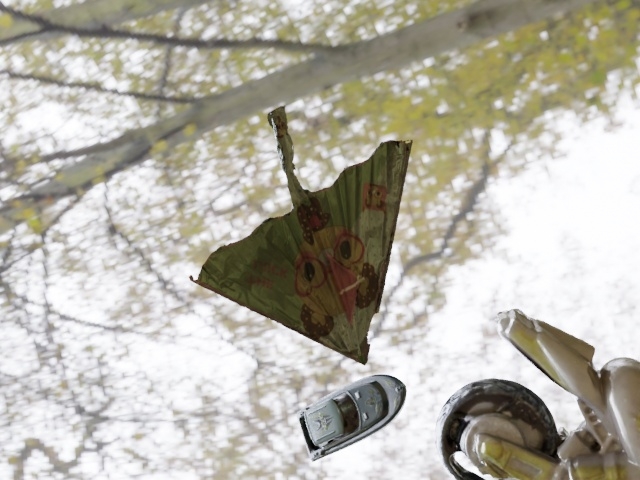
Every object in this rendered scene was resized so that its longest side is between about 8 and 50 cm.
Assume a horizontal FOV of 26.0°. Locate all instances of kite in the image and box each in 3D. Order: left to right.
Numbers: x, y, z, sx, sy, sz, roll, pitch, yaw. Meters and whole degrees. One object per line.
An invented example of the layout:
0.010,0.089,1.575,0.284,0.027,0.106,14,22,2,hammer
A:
0.000,0.000,1.318,0.323,0.013,0.268,-36,-66,-40,kite

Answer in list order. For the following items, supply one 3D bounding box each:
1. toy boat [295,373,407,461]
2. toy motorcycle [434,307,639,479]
0.034,0.167,1.351,0.060,0.141,0.055,1,-116,-49,toy boat
0.264,0.173,1.059,0.341,0.108,0.223,31,-76,5,toy motorcycle
